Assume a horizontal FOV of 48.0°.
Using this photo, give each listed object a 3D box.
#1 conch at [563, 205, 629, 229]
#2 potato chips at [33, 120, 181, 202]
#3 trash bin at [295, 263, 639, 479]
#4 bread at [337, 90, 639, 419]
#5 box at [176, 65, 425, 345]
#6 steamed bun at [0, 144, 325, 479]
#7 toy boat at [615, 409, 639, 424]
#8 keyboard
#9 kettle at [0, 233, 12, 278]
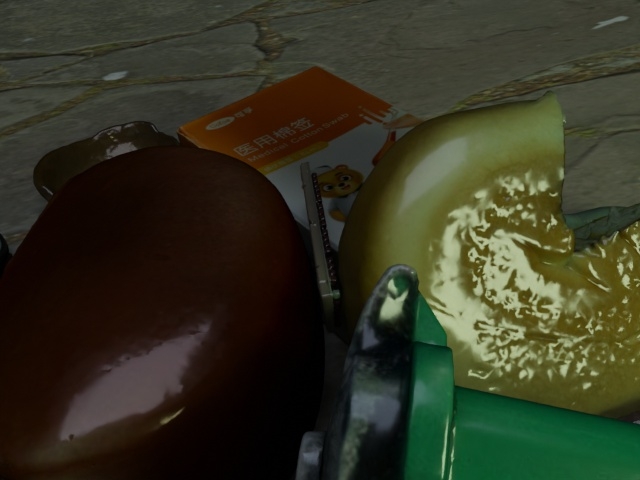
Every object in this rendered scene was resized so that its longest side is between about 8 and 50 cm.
[{"bbox_3d":[0.333,0.006,0.802,0.180,0.088,0.065,10,-1,28],"label":"conch"},{"bbox_3d":[-0.285,-0.091,0.994,0.195,0.062,0.208,-2,38,-3],"label":"potato chips"},{"bbox_3d":[0.175,0.192,0.399,0.380,0.259,0.295,7,76,5],"label":"trash bin"},{"bbox_3d":[0.170,0.040,0.633,0.332,0.333,0.160,-17,1,-12],"label":"bread"},{"bbox_3d":[0.013,-0.061,0.853,0.224,0.144,0.341,-30,46,-25],"label":"box"},{"bbox_3d":[-0.120,0.088,0.620,0.248,0.235,0.379,-5,38,7],"label":"steamed bun"},{"bbox_3d":[0.300,0.199,0.542,0.227,0.085,0.155,-9,70,5],"label":"toy boat"},{"bbox_3d":[0.000,0.000,0.640,0.017,0.055,0.166,-10,47,0],"label":"keyboard"},{"bbox_3d":[-0.498,0.002,0.856,0.236,0.161,0.221,28,20,34],"label":"kettle"}]
